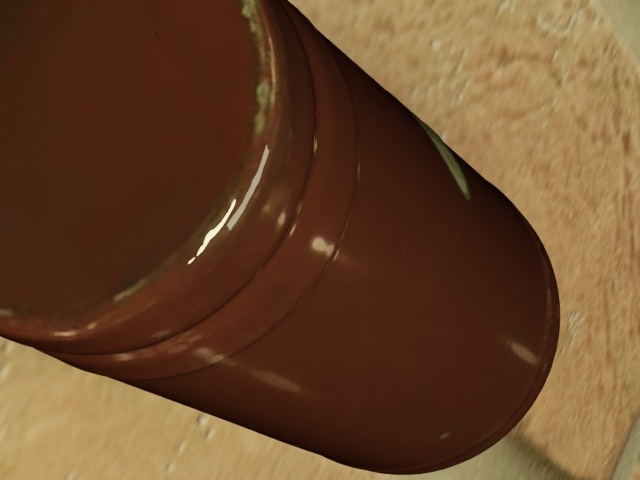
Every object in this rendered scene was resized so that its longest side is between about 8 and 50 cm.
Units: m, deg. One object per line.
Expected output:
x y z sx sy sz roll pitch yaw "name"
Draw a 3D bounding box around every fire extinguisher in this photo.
0.000 0.000 0.621 0.337 0.114 0.135 35 52 -63 "fire extinguisher"
